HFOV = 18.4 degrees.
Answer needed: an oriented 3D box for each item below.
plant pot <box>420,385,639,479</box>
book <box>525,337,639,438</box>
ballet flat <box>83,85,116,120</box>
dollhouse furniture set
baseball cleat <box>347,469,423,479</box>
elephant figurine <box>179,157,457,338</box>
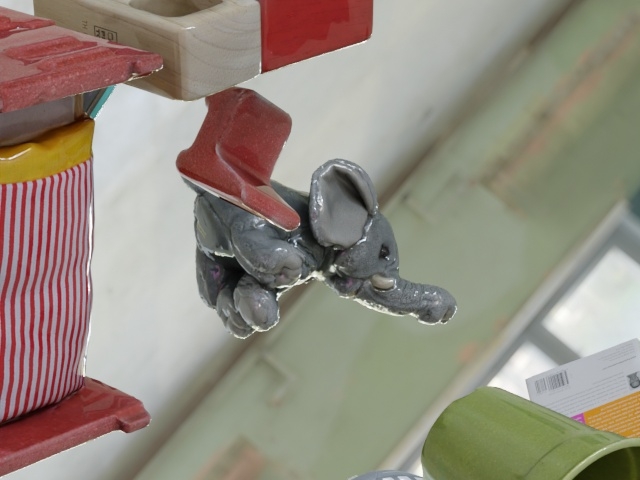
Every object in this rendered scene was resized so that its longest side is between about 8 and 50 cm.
[{"bbox_3d":[0.081,0.095,0.757,0.083,0.079,0.083,-19,124,-32],"label":"plant pot"},{"bbox_3d":[0.215,0.154,1.501,0.096,0.144,0.035,-21,145,18],"label":"book"},{"bbox_3d":[-0.180,-0.223,1.822,0.280,0.096,0.095,-52,-170,6],"label":"ballet flat"},{"bbox_3d":[-0.089,-0.039,1.048,0.374,0.152,0.201,-22,123,-45],"label":"dollhouse furniture set"},{"bbox_3d":[0.107,0.264,1.893,0.206,0.109,0.072,0,104,-27],"label":"baseball cleat"},{"bbox_3d":[0.000,0.000,1.978,0.239,0.169,0.186,-15,120,-29],"label":"elephant figurine"}]
